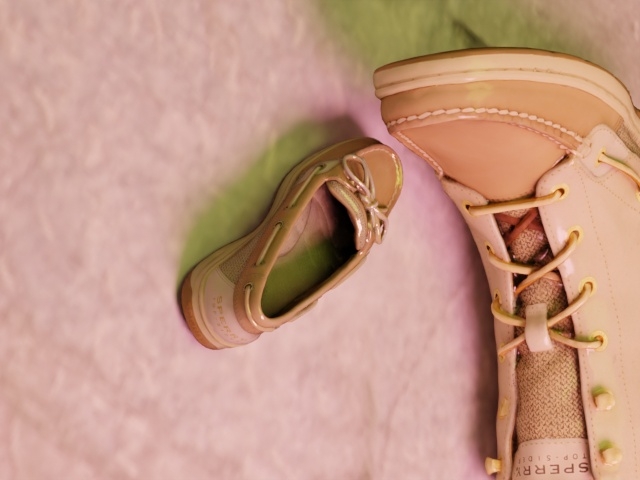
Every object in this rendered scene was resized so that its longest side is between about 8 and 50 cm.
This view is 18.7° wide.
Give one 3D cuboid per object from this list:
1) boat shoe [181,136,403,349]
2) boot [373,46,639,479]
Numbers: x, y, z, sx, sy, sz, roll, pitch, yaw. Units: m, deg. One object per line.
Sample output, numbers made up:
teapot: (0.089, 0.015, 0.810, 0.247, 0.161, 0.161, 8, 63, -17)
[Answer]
boat shoe: (-0.001, -0.001, 0.895, 0.153, 0.048, 0.056, -38, 111, -42)
boot: (0.109, 0.024, 0.963, 0.262, 0.095, 0.203, 23, 68, -57)
